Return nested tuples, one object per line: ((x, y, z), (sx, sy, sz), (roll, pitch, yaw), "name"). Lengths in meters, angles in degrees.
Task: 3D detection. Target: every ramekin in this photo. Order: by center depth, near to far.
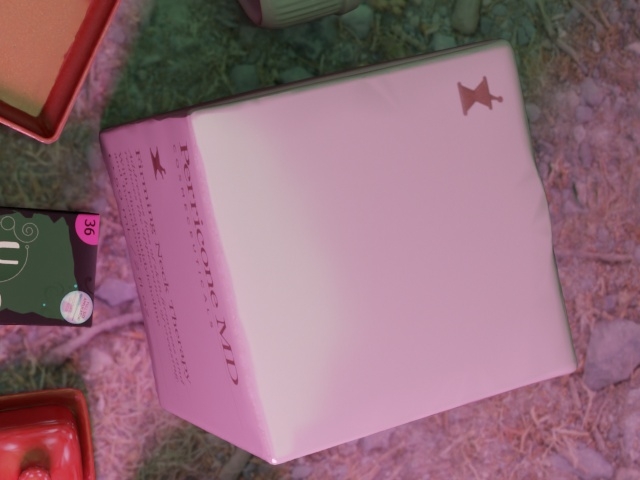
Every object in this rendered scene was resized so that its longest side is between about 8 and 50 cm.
((-0.048, -0.325, 1.518), (0.109, 0.207, 0.207), (-24, 100, -10), "ramekin")

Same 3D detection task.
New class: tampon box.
((-0.321, 0.025, 1.474), (0.161, 0.101, 0.120), (3, 91, -21), "tampon box")

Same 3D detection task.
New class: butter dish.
((-0.307, 0.244, 1.478), (0.160, 0.118, 0.160), (-6, 94, -21), "butter dish")

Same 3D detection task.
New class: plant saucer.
((-0.346, -0.269, 1.485), (0.258, 0.048, 0.259), (26, 83, -20), "plant saucer")

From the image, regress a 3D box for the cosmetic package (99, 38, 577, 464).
((0.000, 0.000, 1.440), (0.328, 0.394, 0.329), (-14, 96, -20), "cosmetic package")
